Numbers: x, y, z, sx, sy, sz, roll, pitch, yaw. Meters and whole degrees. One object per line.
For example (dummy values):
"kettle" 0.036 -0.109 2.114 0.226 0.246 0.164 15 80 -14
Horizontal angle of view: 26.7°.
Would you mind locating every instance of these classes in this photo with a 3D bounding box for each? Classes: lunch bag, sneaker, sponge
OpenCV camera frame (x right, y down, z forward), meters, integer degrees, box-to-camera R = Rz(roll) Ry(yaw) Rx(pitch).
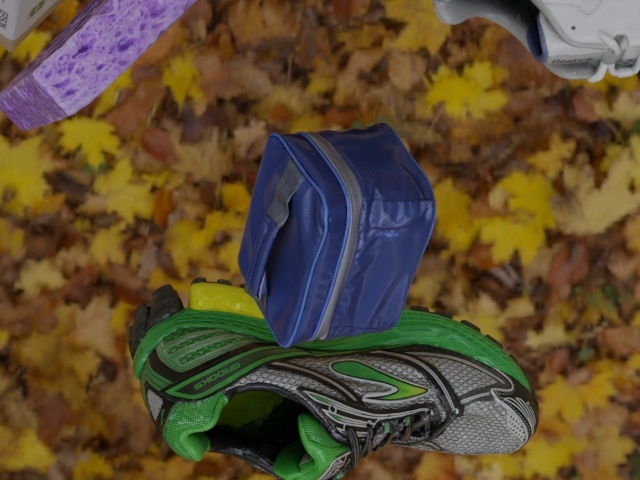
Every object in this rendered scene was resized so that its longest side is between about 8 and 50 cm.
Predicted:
"lunch bag" 0.000 0.000 0.594 0.065 0.067 0.098 -5 131 -27
"sneaker" 0.211 -0.159 0.941 0.297 0.129 0.111 18 153 7
"sponge" -0.115 -0.111 0.716 0.031 0.210 0.117 45 79 -16
"sneaker" 0.019 0.138 1.060 0.343 0.146 0.134 8 131 -21

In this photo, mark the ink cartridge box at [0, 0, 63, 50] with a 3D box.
"ink cartridge box" -0.250 -0.305 1.260 0.088 0.193 0.235 41 159 -2
